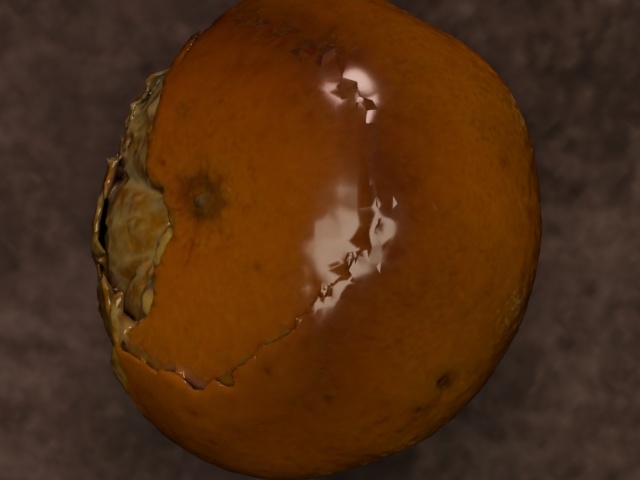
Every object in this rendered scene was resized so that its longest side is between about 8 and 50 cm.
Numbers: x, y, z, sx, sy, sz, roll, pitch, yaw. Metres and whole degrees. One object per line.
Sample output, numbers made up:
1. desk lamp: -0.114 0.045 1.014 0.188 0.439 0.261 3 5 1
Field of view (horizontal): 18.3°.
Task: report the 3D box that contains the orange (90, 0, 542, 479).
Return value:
1. orange: 0.000 0.000 0.634 0.156 0.134 0.157 -18 61 36
